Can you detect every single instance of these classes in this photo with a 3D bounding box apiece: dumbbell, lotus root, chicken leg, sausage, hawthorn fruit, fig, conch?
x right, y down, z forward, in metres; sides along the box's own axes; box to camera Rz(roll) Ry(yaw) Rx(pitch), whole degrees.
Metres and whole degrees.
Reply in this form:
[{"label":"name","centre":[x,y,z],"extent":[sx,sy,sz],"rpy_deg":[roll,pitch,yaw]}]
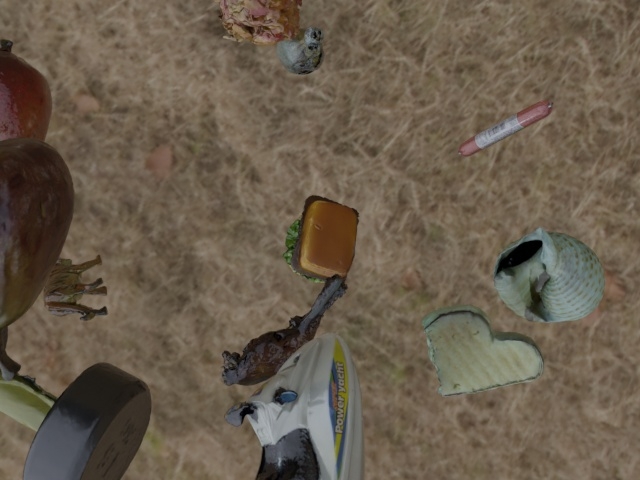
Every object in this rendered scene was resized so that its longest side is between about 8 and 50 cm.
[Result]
[{"label":"dumbbell","centre":[-0.412,0.214,1.270],"extent":[0.322,0.204,0.203],"rpy_deg":[25,130,12]},{"label":"lotus root","centre":[-0.032,-0.336,1.667],"extent":[0.088,0.088,0.165],"rpy_deg":[56,170,-12]},{"label":"chicken leg","centre":[-0.053,0.150,1.510],"extent":[0.051,0.253,0.106],"rpy_deg":[40,162,37]},{"label":"sausage","centre":[0.308,-0.186,1.588],"extent":[0.029,0.029,0.223],"rpy_deg":[53,142,-9]},{"label":"hawthorn fruit","centre":[-0.483,-0.210,1.433],"extent":[0.169,0.169,0.188],"rpy_deg":[13,84,24]},{"label":"fig","centre":[-0.331,0.026,0.950],"extent":[0.146,0.170,0.274],"rpy_deg":[14,118,13]},{"label":"conch","centre":[0.304,0.045,1.266],"extent":[0.135,0.102,0.153],"rpy_deg":[-33,103,19]}]

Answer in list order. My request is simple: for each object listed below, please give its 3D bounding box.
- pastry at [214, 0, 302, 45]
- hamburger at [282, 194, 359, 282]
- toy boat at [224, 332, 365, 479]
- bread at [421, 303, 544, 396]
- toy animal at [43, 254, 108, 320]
[{"label":"pastry","centre":[-0.059,-0.229,0.751],"extent":[0.063,0.169,0.087],"rpy_deg":[-18,151,21]},{"label":"hamburger","centre":[0.000,0.000,1.772],"extent":[0.137,0.166,0.087],"rpy_deg":[20,158,-15]},{"label":"toy boat","centre":[-0.028,0.222,0.929],"extent":[0.141,0.141,0.269],"rpy_deg":[-19,68,39]},{"label":"bread","centre":[0.257,0.196,1.586],"extent":[0.232,0.064,0.172],"rpy_deg":[26,112,-14]},{"label":"toy animal","centre":[-0.380,0.077,1.449],"extent":[0.099,0.241,0.056],"rpy_deg":[-11,112,-10]}]
